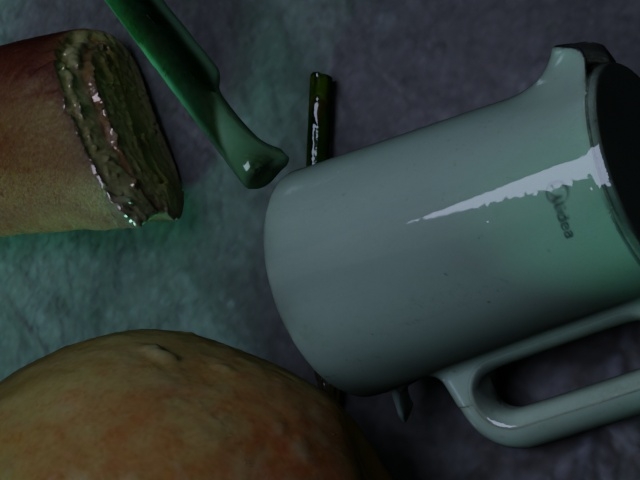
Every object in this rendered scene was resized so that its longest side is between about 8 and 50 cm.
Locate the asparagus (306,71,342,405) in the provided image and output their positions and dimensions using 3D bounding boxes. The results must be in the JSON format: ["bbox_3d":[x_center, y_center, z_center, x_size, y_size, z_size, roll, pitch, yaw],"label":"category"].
[{"bbox_3d":[0.000,0.000,0.690,0.016,0.016,0.163,-7,72,18],"label":"asparagus"}]

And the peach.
[{"bbox_3d":[-0.055,0.143,0.575,0.232,0.232,0.233,-12,71,37],"label":"peach"}]

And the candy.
[{"bbox_3d":[-0.142,-0.178,0.742,0.119,0.119,0.440,-47,59,20],"label":"candy"}]

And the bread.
[{"bbox_3d":[-0.150,-0.056,0.793,0.192,0.067,0.119,-5,75,38],"label":"bread"}]

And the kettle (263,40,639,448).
[{"bbox_3d":[0.065,0.008,0.583,0.148,0.098,0.127,-19,61,31],"label":"kettle"}]
